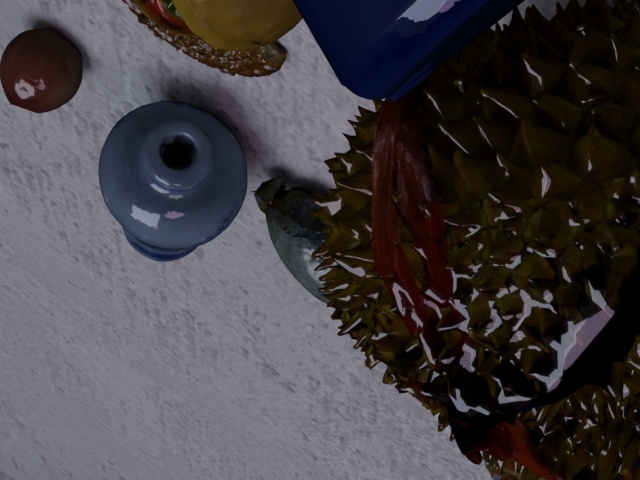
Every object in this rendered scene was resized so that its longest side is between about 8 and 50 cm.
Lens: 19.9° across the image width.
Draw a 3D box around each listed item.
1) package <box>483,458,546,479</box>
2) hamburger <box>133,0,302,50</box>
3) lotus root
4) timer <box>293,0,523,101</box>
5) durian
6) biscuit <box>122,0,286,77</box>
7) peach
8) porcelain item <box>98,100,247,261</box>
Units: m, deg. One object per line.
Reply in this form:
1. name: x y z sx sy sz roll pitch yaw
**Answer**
1. package: 0.239 0.283 1.973 0.108 0.031 0.121 5 137 48
2. hamburger: -0.067 -0.217 1.309 0.115 0.162 0.162 20 153 44
3. lotus root: -0.001 0.001 1.712 0.165 0.088 0.088 43 157 6
4. timer: 0.014 -0.300 0.988 0.383 0.270 0.270 52 155 1
5. durian: 0.172 -0.001 1.155 0.384 0.348 0.347 1 140 39
6. biscuit: -0.127 -0.204 1.561 0.206 0.025 0.126 41 156 -12
7. peach: -0.272 -0.164 1.767 0.083 0.083 0.083 29 155 15
8. porcelain item: -0.144 -0.048 1.747 0.141 0.141 0.259 34 163 2
